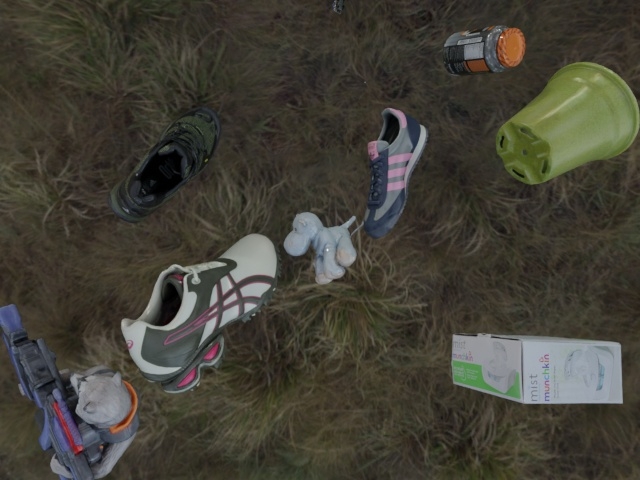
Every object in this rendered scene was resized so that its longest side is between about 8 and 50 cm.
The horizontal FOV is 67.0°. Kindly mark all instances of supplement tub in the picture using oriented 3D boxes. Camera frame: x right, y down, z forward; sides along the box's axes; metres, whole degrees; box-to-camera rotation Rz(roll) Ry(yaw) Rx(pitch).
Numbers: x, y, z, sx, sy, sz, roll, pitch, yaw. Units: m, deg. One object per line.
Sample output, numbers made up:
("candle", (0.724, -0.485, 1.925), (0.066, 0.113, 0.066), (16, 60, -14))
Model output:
("supplement tub", (0.430, -0.500, 1.278), (0.117, 0.190, 0.116), (-10, 108, -33))

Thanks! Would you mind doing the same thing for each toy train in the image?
("toy train", (0.054, -0.707, 1.357), (0.027, 0.036, 0.158), (14, 76, -39))

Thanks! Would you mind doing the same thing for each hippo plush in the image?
("hippo plush", (0.000, 0.000, 1.817), (0.237, 0.234, 0.294), (31, 94, -21))

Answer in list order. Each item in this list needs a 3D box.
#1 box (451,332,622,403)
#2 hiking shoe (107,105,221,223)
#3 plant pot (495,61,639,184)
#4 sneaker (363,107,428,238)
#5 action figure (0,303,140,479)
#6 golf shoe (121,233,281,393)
("box", (0.453, 0.267, 1.048), (0.231, 0.262, 0.126), (4, 81, -15))
("hiking shoe", (-0.202, -0.118, 0.703), (0.114, 0.226, 0.086), (-8, 134, 49))
("plant pot", (0.616, -0.282, 1.264), (0.254, 0.276, 0.276), (-31, 105, -16))
("sneaker", (0.148, -0.166, 1.158), (0.131, 0.112, 0.318), (29, 72, -32))
("action figure", (-0.404, 0.251, 0.824), (0.330, 0.179, 0.341), (-26, 87, 53))
("golf shoe", (-0.144, 0.067, 0.649), (0.105, 0.272, 0.120), (2, 132, 31))
